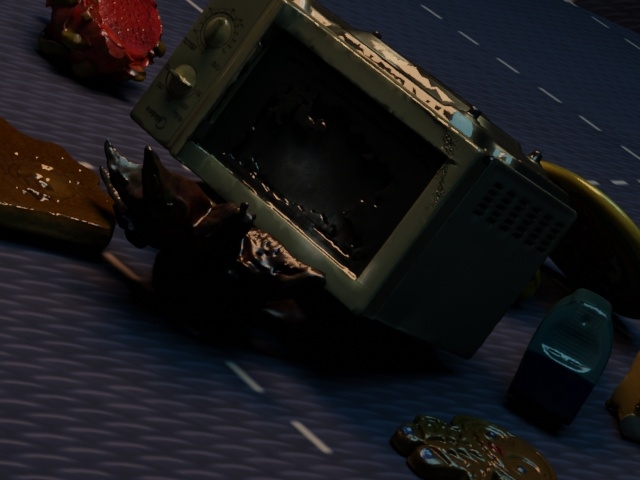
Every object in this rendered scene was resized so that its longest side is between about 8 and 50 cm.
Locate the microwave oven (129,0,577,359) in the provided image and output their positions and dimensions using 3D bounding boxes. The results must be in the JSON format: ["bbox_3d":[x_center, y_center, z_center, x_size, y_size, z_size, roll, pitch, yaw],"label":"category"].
[{"bbox_3d":[0.041,-0.085,1.886,0.355,0.218,0.286,40,9,31],"label":"microwave oven"}]

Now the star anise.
[{"bbox_3d":[-0.118,0.014,1.728,0.272,0.102,0.272,32,-18,12],"label":"star anise"}]

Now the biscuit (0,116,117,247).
[{"bbox_3d":[-0.288,-0.060,1.812,0.182,0.034,0.215,14,23,-33],"label":"biscuit"}]

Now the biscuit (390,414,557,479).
[{"bbox_3d":[0.146,0.198,1.742,0.175,0.026,0.124,11,25,-38],"label":"biscuit"}]

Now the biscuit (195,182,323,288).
[{"bbox_3d":[-0.053,0.002,1.866,0.133,0.027,0.184,43,11,31],"label":"biscuit"}]

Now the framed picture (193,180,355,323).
[{"bbox_3d":[0.000,0.000,2.050,0.240,0.020,0.324,36,21,23],"label":"framed picture"}]

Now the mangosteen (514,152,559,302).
[{"bbox_3d":[0.198,-0.024,2.166,0.166,0.166,0.180,3,40,-48],"label":"mangosteen"}]

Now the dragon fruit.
[{"bbox_3d":[-0.263,-0.263,2.218,0.207,0.150,0.133,41,-6,48],"label":"dragon fruit"}]

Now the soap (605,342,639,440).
[{"bbox_3d":[0.432,0.172,2.003,0.233,0.135,0.076,21,21,-16],"label":"soap"}]

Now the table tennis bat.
[{"bbox_3d":[0.274,-0.032,2.276,0.368,0.054,0.224,38,-21,36],"label":"table tennis bat"}]

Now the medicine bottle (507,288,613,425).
[{"bbox_3d":[0.263,0.113,2.002,0.079,0.124,0.258,27,8,7],"label":"medicine bottle"}]
